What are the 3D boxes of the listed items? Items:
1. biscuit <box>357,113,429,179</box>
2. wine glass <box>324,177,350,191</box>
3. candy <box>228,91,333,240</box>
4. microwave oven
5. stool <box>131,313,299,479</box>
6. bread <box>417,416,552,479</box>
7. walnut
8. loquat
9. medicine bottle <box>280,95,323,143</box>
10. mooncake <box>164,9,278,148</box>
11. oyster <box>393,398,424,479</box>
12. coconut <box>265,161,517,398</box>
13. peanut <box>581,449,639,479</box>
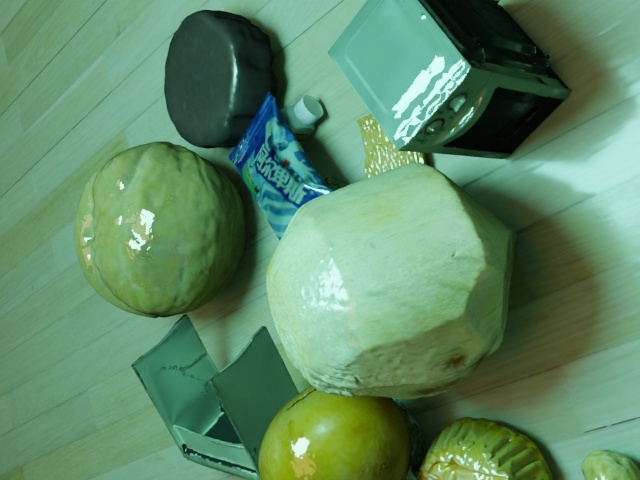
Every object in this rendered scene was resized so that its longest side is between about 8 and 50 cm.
[{"bbox_3d":[0.135,-0.126,1.487,0.144,0.033,0.224,-17,82,40],"label":"biscuit"},{"bbox_3d":[0.000,0.000,1.569,0.103,0.103,0.231,42,115,33],"label":"wine glass"},{"bbox_3d":[-0.067,-0.116,1.544,0.187,0.077,0.331,-55,48,31],"label":"candy"},{"bbox_3d":[0.203,-0.260,1.245,0.181,0.295,0.237,-48,62,33],"label":"microwave oven"},{"bbox_3d":[-0.190,0.309,1.636,0.243,0.170,0.270,1,125,42],"label":"stool"},{"bbox_3d":[0.255,0.403,1.331,0.240,0.139,0.240,0,89,45],"label":"bread"},{"bbox_3d":[-0.326,-0.021,1.719,0.381,0.381,0.381,2,93,42],"label":"walnut"},{"bbox_3d":[0.023,0.351,1.370,0.263,0.263,0.263,2,93,42],"label":"loquat"},{"bbox_3d":[-0.051,-0.229,1.623,0.118,0.074,0.055,-37,67,36],"label":"medicine bottle"},{"bbox_3d":[-0.203,-0.329,1.712,0.283,0.141,0.283,8,101,49],"label":"mooncake"},{"bbox_3d":[0.122,0.355,1.502,0.177,0.064,0.125,17,108,41],"label":"oyster"},{"bbox_3d":[0.129,0.070,1.284,0.415,0.415,0.345,5,116,42],"label":"coconut"},{"bbox_3d":[0.468,0.384,1.169,0.229,0.098,0.103,26,67,38],"label":"peanut"}]
